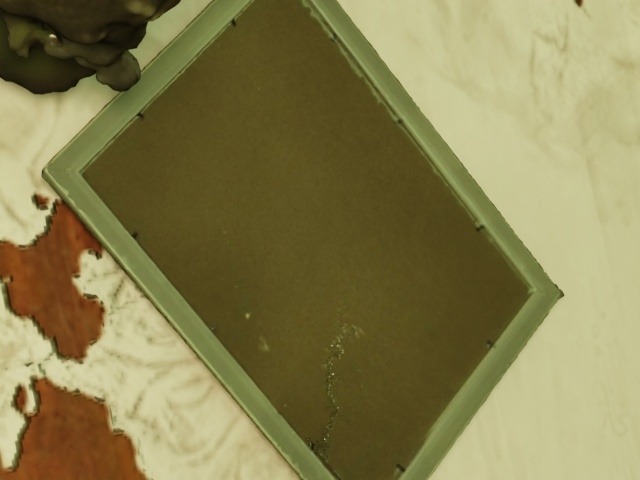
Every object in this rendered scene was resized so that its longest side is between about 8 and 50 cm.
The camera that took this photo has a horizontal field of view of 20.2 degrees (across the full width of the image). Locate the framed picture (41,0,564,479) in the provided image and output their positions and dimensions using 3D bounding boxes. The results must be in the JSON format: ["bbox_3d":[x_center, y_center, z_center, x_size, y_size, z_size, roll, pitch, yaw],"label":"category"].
[{"bbox_3d":[0.000,0.000,1.043,0.293,0.018,0.231,51,56,-16],"label":"framed picture"}]

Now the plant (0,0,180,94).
[{"bbox_3d":[-0.112,-0.206,0.855,0.199,0.276,0.188,35,58,-14],"label":"plant"}]
